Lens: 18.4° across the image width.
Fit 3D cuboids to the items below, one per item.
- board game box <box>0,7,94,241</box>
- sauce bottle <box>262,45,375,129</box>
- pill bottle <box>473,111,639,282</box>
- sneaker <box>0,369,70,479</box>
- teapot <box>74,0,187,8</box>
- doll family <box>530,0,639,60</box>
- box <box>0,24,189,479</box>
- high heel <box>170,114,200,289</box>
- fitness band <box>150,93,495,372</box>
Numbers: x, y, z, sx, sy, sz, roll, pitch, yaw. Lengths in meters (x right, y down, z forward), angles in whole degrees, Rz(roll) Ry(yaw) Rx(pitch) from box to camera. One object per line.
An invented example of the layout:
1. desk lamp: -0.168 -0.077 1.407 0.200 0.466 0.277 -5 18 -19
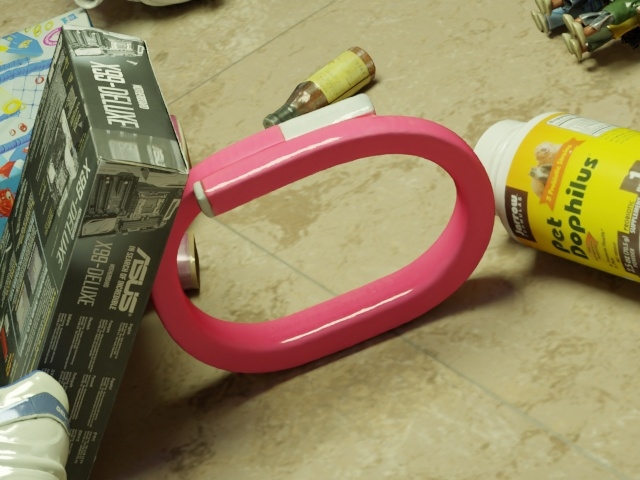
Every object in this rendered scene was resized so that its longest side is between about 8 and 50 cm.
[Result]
1. board game box: -0.349 -0.091 2.023 0.302 0.086 0.308 -21 34 -2
2. sauce bottle: -0.002 -0.145 1.954 0.128 0.042 0.042 -36 36 -25
3. pill bottle: 0.226 -0.038 1.613 0.117 0.117 0.215 -40 38 -27
4. sneaker: -0.332 0.151 1.512 0.296 0.112 0.131 5 60 7
5. teapot: -0.164 -0.353 2.212 0.256 0.252 0.187 -40 70 5
6. doll family: 0.275 -0.228 1.900 0.111 0.076 0.193 -28 31 -3
7. box: -0.202 0.011 1.617 0.076 0.307 0.242 10 27 -21
8. high heel: -0.176 -0.030 1.851 0.117 0.082 0.244 -8 47 0
9. fitness band: 0.000 0.000 1.596 0.291 0.209 0.054 -22 36 -1
